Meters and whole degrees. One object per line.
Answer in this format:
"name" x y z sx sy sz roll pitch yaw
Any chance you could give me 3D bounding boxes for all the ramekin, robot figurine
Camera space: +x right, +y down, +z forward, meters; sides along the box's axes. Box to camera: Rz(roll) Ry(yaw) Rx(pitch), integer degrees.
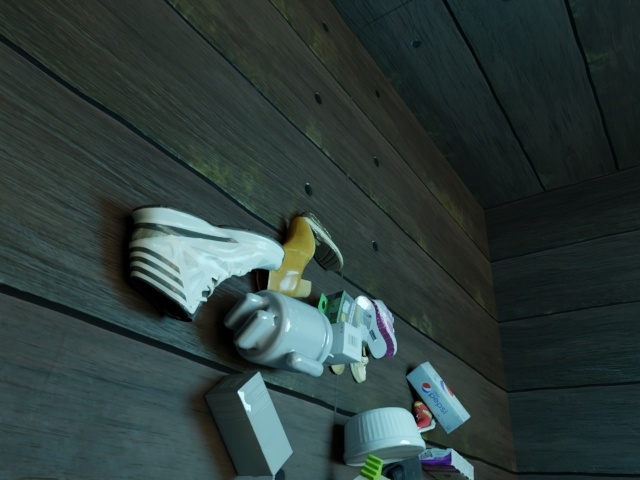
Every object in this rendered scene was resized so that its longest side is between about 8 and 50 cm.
"ramekin" 0.200 0.649 1.562 0.273 0.273 0.127 35 35 -44
"robot figurine" -0.101 0.262 1.334 0.354 0.199 0.300 31 16 -47

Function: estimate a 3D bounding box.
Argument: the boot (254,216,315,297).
"boot" -0.118 0.039 1.507 0.211 0.104 0.294 19 61 -49

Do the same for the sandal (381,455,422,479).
"sandal" 0.288 0.890 1.707 0.446 0.107 0.167 -13 86 -57

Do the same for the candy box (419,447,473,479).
"candy box" 0.526 0.947 1.990 0.233 0.159 0.071 48 41 -35

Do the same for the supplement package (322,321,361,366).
"supplement package" 0.029 0.337 1.513 0.105 0.180 0.105 36 47 -43

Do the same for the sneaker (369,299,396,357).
"sneaker" 0.257 0.348 1.921 0.111 0.103 0.252 -17 91 -56

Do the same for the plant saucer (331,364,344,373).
"plant saucer" 0.055 0.429 1.662 0.083 0.015 0.083 30 51 -46

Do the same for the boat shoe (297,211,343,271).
"boat shoe" 0.007 -0.003 1.724 0.257 0.095 0.095 54 31 -26

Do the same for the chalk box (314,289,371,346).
"chalk box" 0.055 0.269 1.625 0.213 0.132 0.132 44 43 -27

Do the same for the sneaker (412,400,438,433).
"sneaker" 0.427 0.752 2.017 0.279 0.107 0.118 -5 61 -60

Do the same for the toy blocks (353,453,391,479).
"toy blocks" 0.090 0.850 1.337 0.261 0.191 0.380 1 99 -55

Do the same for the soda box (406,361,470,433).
"soda box" 0.504 0.669 2.032 0.091 0.098 0.286 7 40 -55

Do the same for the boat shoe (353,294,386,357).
"boat shoe" 0.173 0.326 1.816 0.096 0.088 0.267 -34 109 -21

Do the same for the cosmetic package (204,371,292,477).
"cosmetic package" -0.180 0.465 1.193 0.107 0.127 0.237 -35 106 -57

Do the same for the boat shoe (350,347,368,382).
"boat shoe" 0.146 0.439 1.752 0.063 0.059 0.169 5 71 -55

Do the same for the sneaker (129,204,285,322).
"sneaker" -0.286 0.088 1.217 0.448 0.169 0.257 17 70 -43
